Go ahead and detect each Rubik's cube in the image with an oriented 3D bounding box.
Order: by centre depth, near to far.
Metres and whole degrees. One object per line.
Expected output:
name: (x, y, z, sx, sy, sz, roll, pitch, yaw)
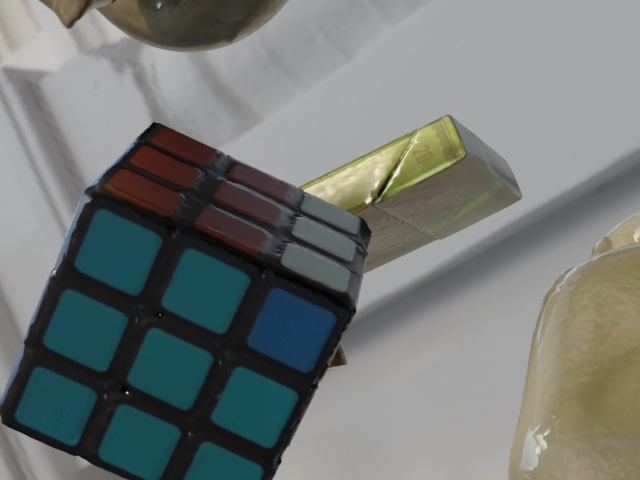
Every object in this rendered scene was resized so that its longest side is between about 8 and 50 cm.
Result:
Rubik's cube: (-0.075, 0.045, 0.751, 0.161, 0.162, 0.163, 24, -162, -2)

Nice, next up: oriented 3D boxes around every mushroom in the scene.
mushroom: (-0.156, -0.306, 1.192, 0.297, 0.297, 0.290, 52, -139, -13)

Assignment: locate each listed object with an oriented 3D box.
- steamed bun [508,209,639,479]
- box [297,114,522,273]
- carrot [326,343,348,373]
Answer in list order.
steamed bun: (0.286, 0.146, 0.712, 0.342, 0.255, 0.367, -55, -50, -52)
box: (0.000, 0.000, 1.024, 0.173, 0.311, 0.043, 23, -135, -65)
carrot: (-0.016, 0.066, 1.580, 0.061, 0.061, 0.209, 6, -112, -58)
